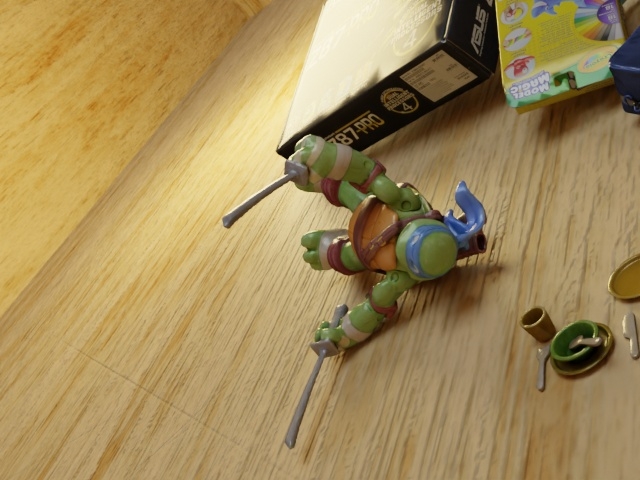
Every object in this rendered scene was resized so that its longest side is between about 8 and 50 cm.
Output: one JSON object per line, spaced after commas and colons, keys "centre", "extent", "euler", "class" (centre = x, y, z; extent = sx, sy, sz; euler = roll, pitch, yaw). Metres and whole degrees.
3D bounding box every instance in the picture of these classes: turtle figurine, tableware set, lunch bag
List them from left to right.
{"centre": [0.000, 0.000, 0.807], "extent": [0.274, 0.198, 0.266], "euler": [-39, 16, -2], "class": "turtle figurine"}
{"centre": [0.211, 0.041, 0.583], "extent": [0.154, 0.024, 0.104], "euler": [-30, 23, 32], "class": "tableware set"}
{"centre": [0.308, -0.151, 0.738], "extent": [0.098, 0.065, 0.067], "euler": [-45, 36, -12], "class": "lunch bag"}

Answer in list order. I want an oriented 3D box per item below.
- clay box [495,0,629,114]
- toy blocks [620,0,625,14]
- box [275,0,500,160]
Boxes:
{"centre": [0.259, -0.226, 0.894], "extent": [0.127, 0.053, 0.222], "euler": [-16, 51, 27], "class": "clay box"}
{"centre": [0.301, -0.264, 0.993], "extent": [0.148, 0.054, 0.123], "euler": [-42, 21, 0], "class": "toy blocks"}
{"centre": [0.107, -0.297, 1.197], "extent": [0.395, 0.097, 0.318], "euler": [-24, 42, 53], "class": "box"}
